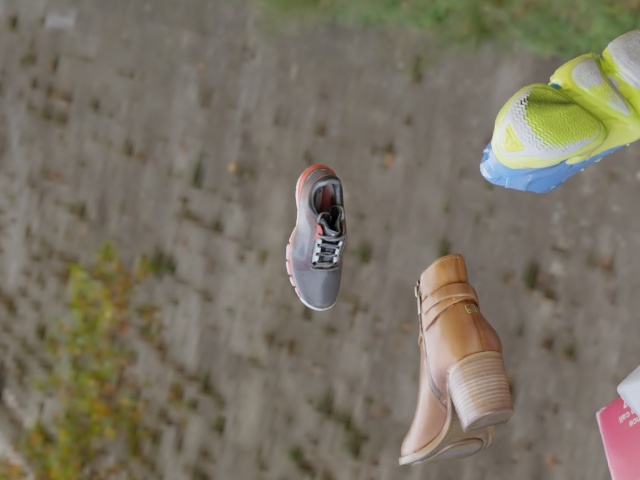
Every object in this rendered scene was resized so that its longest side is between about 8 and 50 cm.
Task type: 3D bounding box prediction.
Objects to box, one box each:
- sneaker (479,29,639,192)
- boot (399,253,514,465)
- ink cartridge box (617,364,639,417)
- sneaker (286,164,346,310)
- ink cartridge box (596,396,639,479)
[{"bbox_3d":[0.230,-0.107,1.495,0.240,0.091,0.126,-17,165,-30],"label":"sneaker"},{"bbox_3d":[0.110,0.112,1.554,0.073,0.152,0.197,-4,156,-25],"label":"boot"},{"bbox_3d":[0.328,0.030,1.021,0.117,0.278,0.201,47,173,5],"label":"ink cartridge box"},{"bbox_3d":[0.000,0.000,1.855,0.061,0.158,0.065,-5,-170,-17],"label":"sneaker"},{"bbox_3d":[0.397,0.254,1.329,0.160,0.385,0.279,21,137,-36],"label":"ink cartridge box"}]
